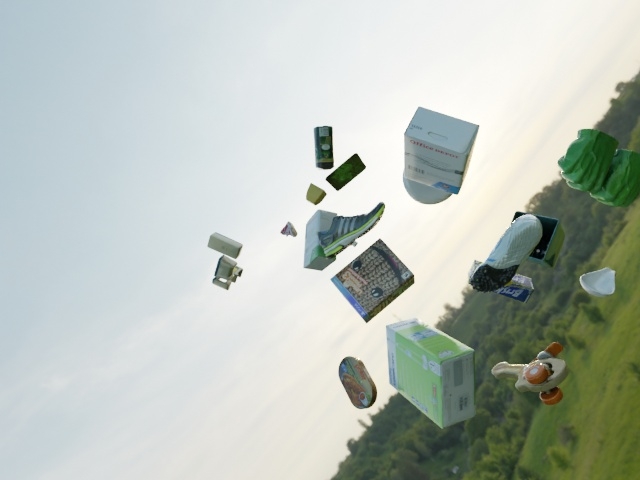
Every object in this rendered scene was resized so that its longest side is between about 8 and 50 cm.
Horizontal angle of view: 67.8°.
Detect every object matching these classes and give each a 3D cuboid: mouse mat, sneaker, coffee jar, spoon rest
[{"bbox_3d":[0.099,-0.256,1.806,0.152,0.007,0.189,-39,-19,8],"label":"mouse mat"},{"bbox_3d":[0.468,0.038,1.198,0.237,0.085,0.086,-57,-8,26],"label":"sneaker"},{"bbox_3d":[0.015,-0.389,2.012,0.096,0.079,0.184,-149,55,-74],"label":"coffee jar"},{"bbox_3d":[1.229,0.175,2.080,0.276,0.137,0.084,-14,-51,-44],"label":"spoon rest"},{"bbox_3d":[0.113,-0.060,1.792,0.300,0.121,0.111,-37,-7,5],"label":"sneaker"},{"bbox_3d":[-0.144,-0.033,2.156,0.042,0.118,0.067,33,-73,-31],"label":"sneaker"}]

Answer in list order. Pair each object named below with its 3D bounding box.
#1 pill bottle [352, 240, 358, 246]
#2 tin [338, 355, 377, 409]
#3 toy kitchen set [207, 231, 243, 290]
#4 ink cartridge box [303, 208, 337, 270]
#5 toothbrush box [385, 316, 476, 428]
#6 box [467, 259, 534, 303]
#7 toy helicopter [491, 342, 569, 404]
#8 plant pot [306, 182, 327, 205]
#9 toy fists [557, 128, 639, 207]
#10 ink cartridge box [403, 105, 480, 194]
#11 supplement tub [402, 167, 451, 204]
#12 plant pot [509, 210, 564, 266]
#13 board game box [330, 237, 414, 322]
[{"bbox_3d":[0.138,-0.003,2.273,0.043,0.083,0.043,-44,-22,-23],"label":"pill bottle"},{"bbox_3d":[0.127,0.484,1.629,0.040,0.190,0.106,12,-55,-39],"label":"tin"},{"bbox_3d":[-0.363,0.064,1.847,0.166,0.122,0.207,-55,-13,-66],"label":"toy kitchen set"},{"bbox_3d":[0.000,0.000,1.953,0.154,0.093,0.212,136,139,-58],"label":"ink cartridge box"},{"bbox_3d":[0.316,0.377,1.402,0.122,0.283,0.206,-11,-77,-23],"label":"toothbrush box"},{"bbox_3d":[0.505,0.115,1.338,0.059,0.169,0.054,-62,-11,-59],"label":"box"},{"bbox_3d":[0.861,0.532,1.969,0.235,0.140,0.355,-42,8,-26],"label":"toy helicopter"},{"bbox_3d":[-0.027,-0.218,2.311,0.083,0.081,0.081,-59,-13,-1],"label":"plant pot"},{"bbox_3d":[0.725,-0.176,1.227,0.279,0.096,0.142,18,-86,-27],"label":"toy fists"},{"bbox_3d":[0.424,-0.314,1.706,0.129,0.223,0.307,-62,-18,-14],"label":"ink cartridge box"},{"bbox_3d":[0.485,-0.276,2.117,0.235,0.235,0.325,-56,-6,10],"label":"supplement tub"},{"bbox_3d":[0.853,0.014,1.868,0.234,0.165,0.166,26,-94,-46],"label":"plant pot"},{"bbox_3d":[0.232,0.178,2.103,0.291,0.232,0.141,-40,-22,-3],"label":"board game box"}]
